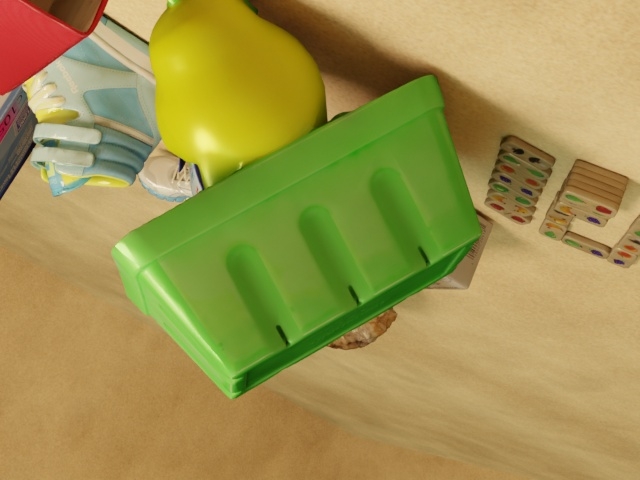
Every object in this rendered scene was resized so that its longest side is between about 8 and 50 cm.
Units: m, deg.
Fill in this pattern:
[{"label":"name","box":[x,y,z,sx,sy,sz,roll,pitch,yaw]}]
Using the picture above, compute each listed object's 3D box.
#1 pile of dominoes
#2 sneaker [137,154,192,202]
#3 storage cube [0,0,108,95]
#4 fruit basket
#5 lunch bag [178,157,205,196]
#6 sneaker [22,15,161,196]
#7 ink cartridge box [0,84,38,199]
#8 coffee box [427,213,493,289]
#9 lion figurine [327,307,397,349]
[{"label":"pile of dominoes","box":[0.276,-0.025,1.386,0.196,0.040,0.251,22,165,7]},{"label":"sneaker","box":[-0.176,-0.090,1.828,0.190,0.071,0.083,16,159,-2]},{"label":"storage cube","box":[-0.282,-0.264,1.065,0.215,0.184,0.193,31,154,-27]},{"label":"fruit basket","box":[-0.057,-0.073,1.274,0.392,0.392,0.283,23,165,2]},{"label":"lunch bag","box":[-0.130,-0.107,1.555,0.096,0.151,0.129,-12,167,-10]},{"label":"sneaker","box":[-0.321,-0.174,1.453,0.319,0.208,0.127,30,166,-20]},{"label":"ink cartridge box","box":[-0.554,-0.122,1.872,0.151,0.270,0.395,30,165,-5]},{"label":"coffee box","box":[0.072,-0.034,1.552,0.246,0.098,0.141,30,164,-24]},{"label":"lion figurine","box":[-0.048,0.092,2.075,0.392,0.142,0.240,11,175,19]}]
